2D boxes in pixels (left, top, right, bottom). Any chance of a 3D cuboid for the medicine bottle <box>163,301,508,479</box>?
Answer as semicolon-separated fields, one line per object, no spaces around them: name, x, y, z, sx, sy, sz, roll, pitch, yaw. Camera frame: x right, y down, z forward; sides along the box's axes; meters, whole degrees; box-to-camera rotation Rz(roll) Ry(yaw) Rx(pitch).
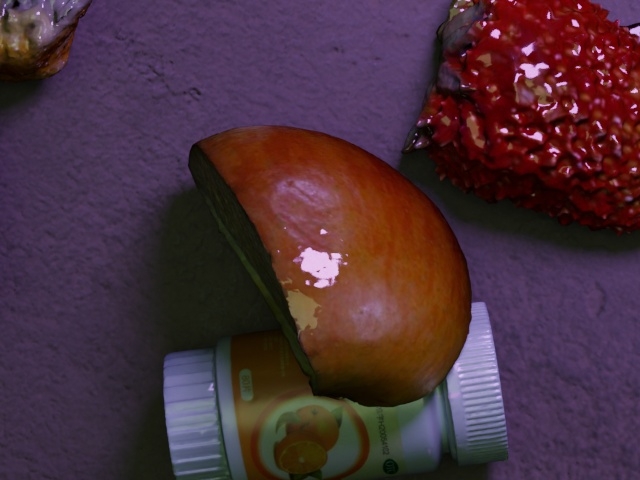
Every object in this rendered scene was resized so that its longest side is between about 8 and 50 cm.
medicine bottle;0.013;0.156;1.838;0.318;0.158;0.158;-9;87;3

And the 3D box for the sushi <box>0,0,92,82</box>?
sushi;-0.328;-0.254;1.882;0.274;0.139;0.184;14;87;7

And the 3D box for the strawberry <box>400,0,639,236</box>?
strawberry;0.247;-0.134;1.848;0.306;0.138;0.233;18;88;5

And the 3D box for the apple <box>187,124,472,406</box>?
apple;0.000;0.000;1.789;0.179;0.254;0.346;-49;47;20
